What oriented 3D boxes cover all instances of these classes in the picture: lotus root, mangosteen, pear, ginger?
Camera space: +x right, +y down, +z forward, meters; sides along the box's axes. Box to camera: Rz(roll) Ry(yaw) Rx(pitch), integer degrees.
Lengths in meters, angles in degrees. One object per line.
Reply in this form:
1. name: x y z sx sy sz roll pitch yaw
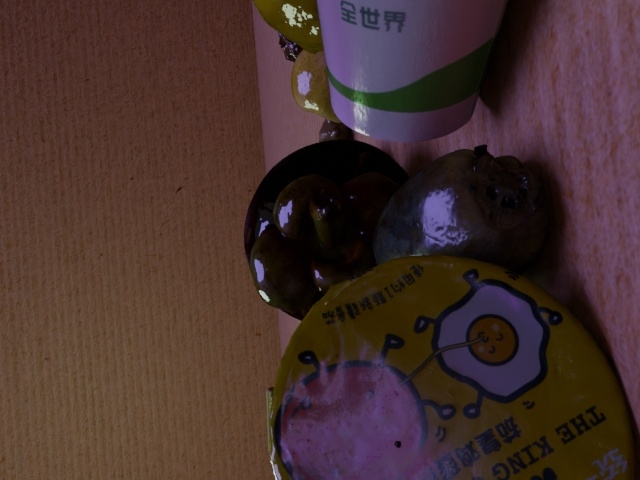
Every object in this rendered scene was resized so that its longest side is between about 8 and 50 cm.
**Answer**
1. lotus root: 0.151 -0.003 0.718 0.275 0.151 0.160 115 145 -69
2. mangosteen: 0.020 -0.010 0.948 0.347 0.306 0.307 -25 -69 -83
3. pear: 0.024 -0.332 1.224 0.178 0.177 0.178 176 90 -79
4. ginger: 0.038 -0.194 1.402 0.115 0.081 0.206 -31 -68 -67

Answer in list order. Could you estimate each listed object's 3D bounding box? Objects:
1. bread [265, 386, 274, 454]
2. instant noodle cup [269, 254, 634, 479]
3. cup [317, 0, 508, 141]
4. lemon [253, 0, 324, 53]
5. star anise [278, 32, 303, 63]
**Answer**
1. bread: -0.023 0.461 1.573 0.110 0.234 0.185 -160 67 -76
2. instant noodle cup: 0.116 0.207 0.642 0.254 0.325 0.326 87 175 -68
3. cup: 0.102 -0.272 0.679 0.253 0.253 0.274 -106 9 -45
4. lemon: 0.005 -0.445 0.981 0.316 0.285 0.286 19 116 46
5. star anise: -0.024 -0.536 1.456 0.237 0.148 0.347 50 147 33
